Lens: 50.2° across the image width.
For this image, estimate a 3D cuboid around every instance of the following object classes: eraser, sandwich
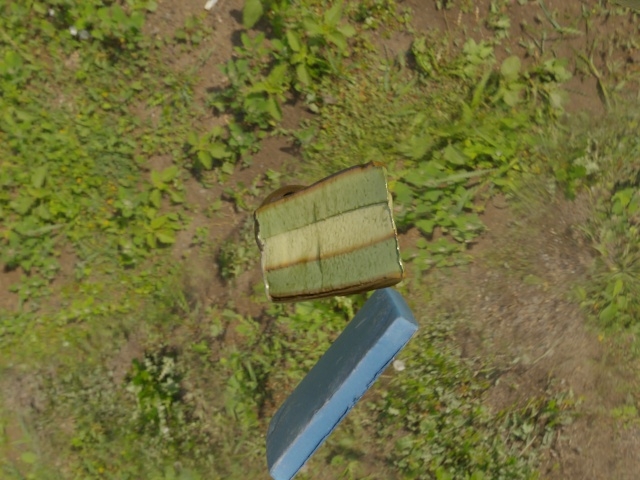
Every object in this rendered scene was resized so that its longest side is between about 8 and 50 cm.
[{"bbox_3d":[0.023,0.211,1.028,0.043,0.144,0.312,36,100,-13],"label":"eraser"},{"bbox_3d":[0.000,0.000,0.676,0.144,0.187,0.117,-10,84,0],"label":"sandwich"}]

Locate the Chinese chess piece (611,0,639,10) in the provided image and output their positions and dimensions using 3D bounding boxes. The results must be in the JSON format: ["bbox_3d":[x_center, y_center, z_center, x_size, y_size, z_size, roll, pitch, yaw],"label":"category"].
[{"bbox_3d":[0.247,-0.273,0.429,0.250,0.250,0.101,-55,25,12],"label":"Chinese chess piece"}]

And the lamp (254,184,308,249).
[{"bbox_3d":[-0.036,-0.020,1.052,0.136,0.136,0.136,-1,87,24],"label":"lamp"}]
